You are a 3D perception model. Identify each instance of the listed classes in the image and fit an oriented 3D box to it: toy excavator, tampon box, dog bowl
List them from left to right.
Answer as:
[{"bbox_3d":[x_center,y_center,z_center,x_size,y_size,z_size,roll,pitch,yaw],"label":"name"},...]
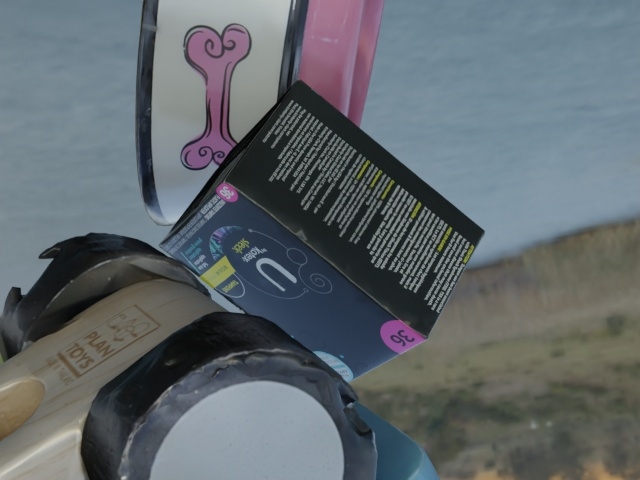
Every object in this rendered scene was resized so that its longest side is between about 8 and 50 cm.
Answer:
[{"bbox_3d":[-0.027,-0.200,0.998,0.150,0.408,0.408,10,174,2],"label":"dog bowl"},{"bbox_3d":[0.000,0.000,0.809,0.101,0.161,0.120,-57,-170,-33],"label":"tampon box"},{"bbox_3d":[0.002,0.205,0.615,0.433,0.445,0.222,-33,-156,-17],"label":"toy excavator"}]
